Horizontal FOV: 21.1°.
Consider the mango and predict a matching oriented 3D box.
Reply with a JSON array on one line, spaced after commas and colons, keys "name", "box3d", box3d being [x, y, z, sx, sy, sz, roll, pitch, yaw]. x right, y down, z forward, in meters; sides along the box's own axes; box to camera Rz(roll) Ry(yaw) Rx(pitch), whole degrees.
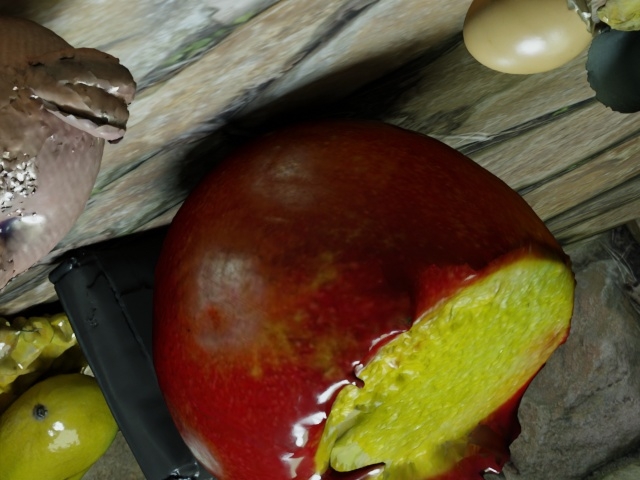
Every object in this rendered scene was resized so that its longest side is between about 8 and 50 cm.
[{"name": "mango", "box3d": [-0.290, 0.216, 1.820, 0.137, 0.091, 0.237, -13, 153, -34]}]

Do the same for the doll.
[{"name": "doll", "box3d": [-0.244, -0.014, 0.849, 0.303, 0.156, 0.201, -15, 176, -21]}]

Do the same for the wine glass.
[{"name": "wine glass", "box3d": [0.346, -0.174, 1.579, 0.222, 0.103, 0.103, -18, 171, -40]}]

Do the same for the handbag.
[{"name": "handbag", "box3d": [-0.110, 0.098, 1.598, 0.223, 0.246, 0.080, -16, 162, -43]}]

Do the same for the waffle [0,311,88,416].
[{"name": "waffle", "box3d": [-0.320, 0.148, 1.831, 0.229, 0.057, 0.219, -40, 161, 19]}]

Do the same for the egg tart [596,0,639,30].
[{"name": "egg tart", "box3d": [0.284, -0.215, 1.185, 0.213, 0.090, 0.212, -21, 170, -4]}]

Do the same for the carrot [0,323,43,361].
[{"name": "carrot", "box3d": [-0.399, 0.142, 1.718, 0.298, 0.078, 0.078, -28, 171, 18]}]

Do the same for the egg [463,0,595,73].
[{"name": "egg", "box3d": [0.146, -0.156, 1.221, 0.096, 0.080, 0.080, -20, 173, 20]}]

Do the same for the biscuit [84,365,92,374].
[{"name": "biscuit", "box3d": [-0.321, 0.145, 1.974, 0.219, 0.055, 0.061, -15, 134, -32]}]

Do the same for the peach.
[{"name": "peach", "box3d": [0.020, 0.063, 1.431, 0.335, 0.310, 0.406, -62, 155, 9]}]
